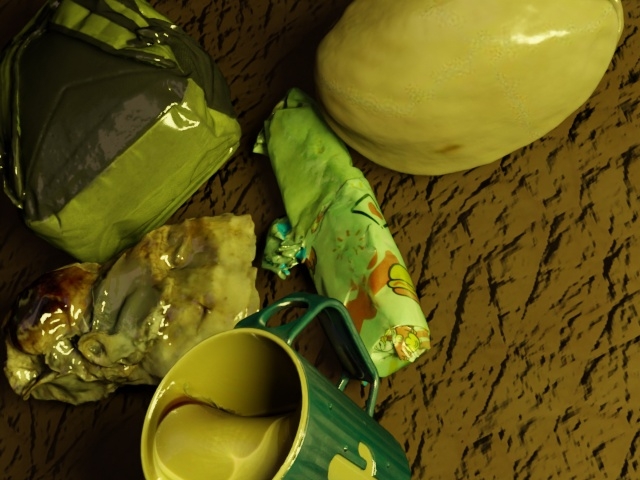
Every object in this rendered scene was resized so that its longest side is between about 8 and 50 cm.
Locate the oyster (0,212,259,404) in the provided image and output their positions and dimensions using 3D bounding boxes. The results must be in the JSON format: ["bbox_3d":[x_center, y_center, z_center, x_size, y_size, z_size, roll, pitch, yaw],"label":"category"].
[{"bbox_3d":[-0.155,0.059,1.296,0.233,0.107,0.161,-24,45,20],"label":"oyster"}]

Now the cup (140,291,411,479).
[{"bbox_3d":[-0.015,0.129,1.111,0.131,0.155,0.176,12,71,40],"label":"cup"}]

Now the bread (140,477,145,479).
[{"bbox_3d":[-0.110,0.214,1.208,0.129,0.044,0.126,-26,51,26],"label":"bread"}]

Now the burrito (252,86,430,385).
[{"bbox_3d":[0.000,0.000,1.247,0.104,0.054,0.288,-35,51,17],"label":"burrito"}]

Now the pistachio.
[{"bbox_3d":[0.103,-0.132,1.196,0.238,0.153,0.138,-19,15,24],"label":"pistachio"}]

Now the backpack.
[{"bbox_3d":[-0.191,-0.114,1.390,0.207,0.140,0.253,-42,47,7],"label":"backpack"}]
